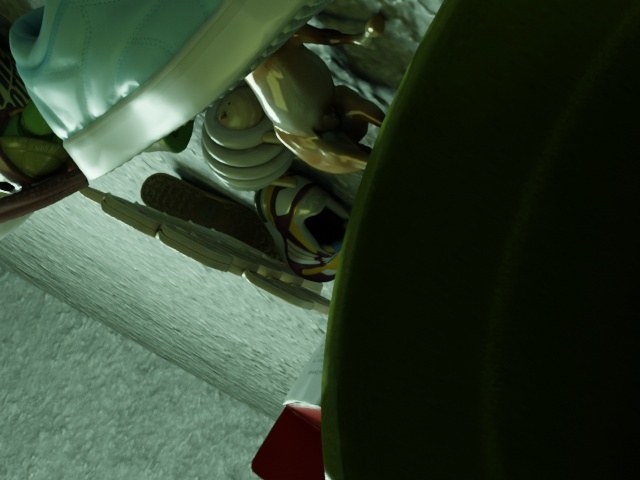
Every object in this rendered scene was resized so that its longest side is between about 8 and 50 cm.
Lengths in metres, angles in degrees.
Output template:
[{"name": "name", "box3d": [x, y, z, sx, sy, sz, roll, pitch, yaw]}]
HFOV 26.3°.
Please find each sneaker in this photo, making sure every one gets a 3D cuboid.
[{"name": "sneaker", "box3d": [-0.118, -0.015, 1.601, 0.192, 0.064, 0.086, 30, 173, 9]}, {"name": "sneaker", "box3d": [0.000, 0.000, 1.368, 0.084, 0.069, 0.185, 29, 167, 34]}, {"name": "sneaker", "box3d": [-0.102, -0.155, 0.850, 0.150, 0.135, 0.366, 50, 140, -10]}]

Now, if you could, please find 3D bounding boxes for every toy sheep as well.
[{"name": "toy sheep", "box3d": [-0.060, -0.084, 1.187, 0.091, 0.091, 0.132, 27, 146, 22]}]

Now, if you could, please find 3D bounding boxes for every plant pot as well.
[{"name": "plant pot", "box3d": [0.250, 0.031, 0.475, 0.353, 0.366, 0.366, 25, 170, -26]}]

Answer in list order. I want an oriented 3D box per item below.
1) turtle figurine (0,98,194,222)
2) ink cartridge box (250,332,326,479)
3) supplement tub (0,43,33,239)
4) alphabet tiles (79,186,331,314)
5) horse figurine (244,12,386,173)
[{"name": "turtle figurine", "box3d": [-0.252, -0.152, 1.335, 0.266, 0.275, 0.198, -7, 120, 38]}, {"name": "ink cartridge box", "box3d": [0.137, 0.180, 1.267, 0.309, 0.272, 0.130, 35, 166, -11]}, {"name": "supplement tub", "box3d": [-0.449, -0.154, 1.482, 0.228, 0.228, 0.316, 19, 161, 42]}, {"name": "alphabet tiles", "box3d": [-0.103, 0.009, 1.398, 0.278, 0.021, 0.284, 26, -178, 24]}, {"name": "horse figurine", "box3d": [0.002, -0.112, 0.998, 0.174, 0.066, 0.263, 4, 146, 48]}]
